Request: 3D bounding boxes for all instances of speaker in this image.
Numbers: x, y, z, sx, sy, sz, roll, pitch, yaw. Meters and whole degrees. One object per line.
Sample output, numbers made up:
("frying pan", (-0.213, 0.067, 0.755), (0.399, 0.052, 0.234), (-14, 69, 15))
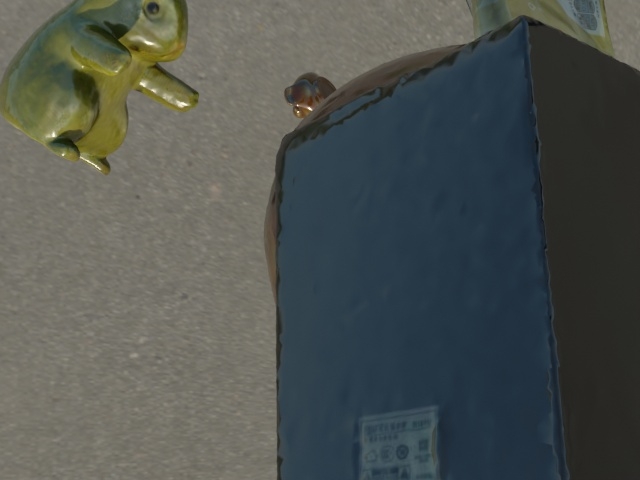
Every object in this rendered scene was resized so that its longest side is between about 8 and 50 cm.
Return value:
("speaker", (0.116, 0.066, 0.548), (0.184, 0.232, 0.254), (-23, 61, 46))

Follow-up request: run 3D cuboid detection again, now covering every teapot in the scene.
("teapot", (-0.018, -0.240, 1.948), (0.078, 0.129, 0.098), (-26, 74, 25))

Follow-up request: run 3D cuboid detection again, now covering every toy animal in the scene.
("toy animal", (-0.234, -0.247, 1.367), (0.363, 0.181, 0.180), (-46, 74, 9))

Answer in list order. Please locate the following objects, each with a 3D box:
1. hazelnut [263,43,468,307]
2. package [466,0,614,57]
("hazelnut", (0.143, -0.006, 1.098), (0.421, 0.421, 0.353), (-38, 42, 12))
("package", (0.218, -0.350, 1.397), (0.165, 0.221, 0.311), (-26, 66, 47))
